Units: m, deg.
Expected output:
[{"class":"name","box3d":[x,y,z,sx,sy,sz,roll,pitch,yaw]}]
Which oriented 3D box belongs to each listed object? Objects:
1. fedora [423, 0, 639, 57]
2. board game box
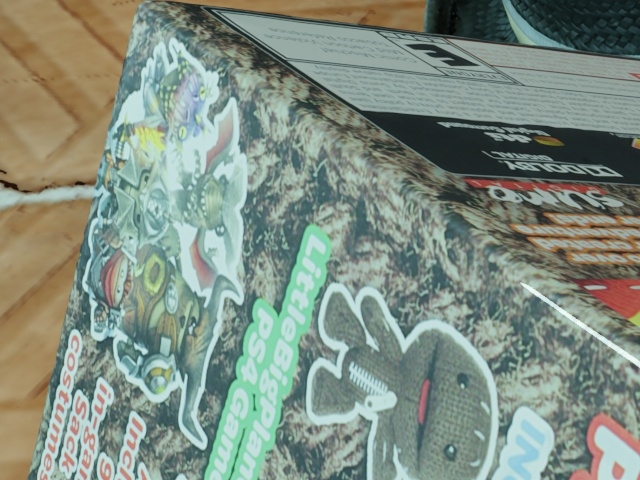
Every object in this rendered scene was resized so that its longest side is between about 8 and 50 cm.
[{"class":"fedora","box3d":[0.146,-0.186,0.746,0.334,0.152,0.334,-24,39,21]},{"class":"board game box","box3d":[0.108,0.068,0.415,0.232,0.141,0.291,2,22,-34]}]
